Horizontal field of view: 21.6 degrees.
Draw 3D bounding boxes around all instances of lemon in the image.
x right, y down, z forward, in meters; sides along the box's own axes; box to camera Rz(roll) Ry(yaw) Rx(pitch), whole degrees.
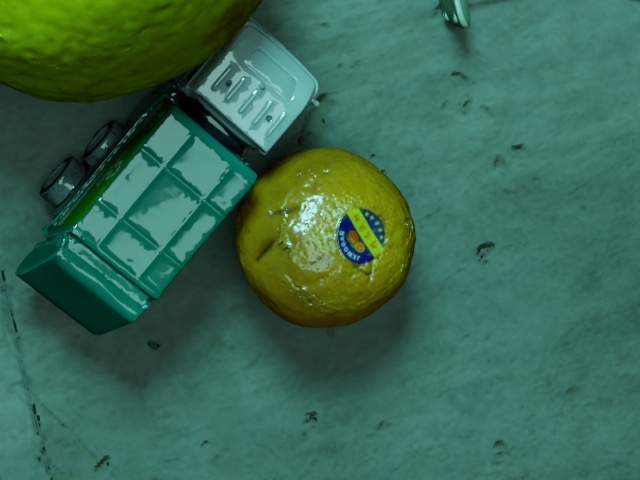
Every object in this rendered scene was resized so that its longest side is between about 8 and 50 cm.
[{"bbox_3d":[-0.151,-0.215,1.101,0.267,0.267,0.267,-2,101,-12],"label":"lemon"}]

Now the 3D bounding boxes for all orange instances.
[{"bbox_3d":[-0.001,-0.002,1.245,0.135,0.117,0.136,-2,94,-34],"label":"orange"}]

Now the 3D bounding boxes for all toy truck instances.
[{"bbox_3d":[-0.110,-0.048,1.211,0.114,0.124,0.253,40,92,-18],"label":"toy truck"}]

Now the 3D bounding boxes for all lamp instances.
[{"bbox_3d":[0.184,-0.200,1.285,0.198,0.056,0.050,-13,100,-13],"label":"lamp"}]
